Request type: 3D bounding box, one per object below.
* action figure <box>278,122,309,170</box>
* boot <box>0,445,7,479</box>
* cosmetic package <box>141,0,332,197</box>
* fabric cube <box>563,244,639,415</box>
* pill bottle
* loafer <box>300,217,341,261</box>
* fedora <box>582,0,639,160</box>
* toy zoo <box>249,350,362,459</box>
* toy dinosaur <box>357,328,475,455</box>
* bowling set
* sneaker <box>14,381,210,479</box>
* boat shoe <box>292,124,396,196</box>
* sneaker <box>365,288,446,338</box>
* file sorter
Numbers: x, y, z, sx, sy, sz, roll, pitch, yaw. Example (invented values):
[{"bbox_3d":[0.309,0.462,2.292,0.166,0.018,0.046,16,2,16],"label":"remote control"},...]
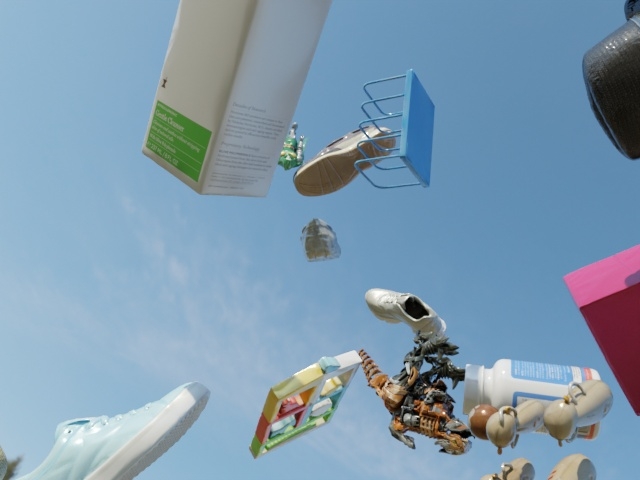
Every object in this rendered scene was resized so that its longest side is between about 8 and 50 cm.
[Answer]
[{"bbox_3d":[-0.085,-0.237,1.472,0.137,0.232,0.063,2,-57,-8],"label":"action figure"},{"bbox_3d":[-0.408,0.151,0.451,0.262,0.203,0.095,22,-84,13],"label":"boot"},{"bbox_3d":[-0.142,-0.274,0.956,0.197,0.155,0.365,32,-68,36],"label":"cosmetic package"},{"bbox_3d":[0.698,0.162,1.214,0.259,0.258,0.254,-27,-90,18],"label":"fabric cube"},{"bbox_3d":[0.368,0.276,1.028,0.222,0.124,0.124,5,-52,16],"label":"pill bottle"},{"bbox_3d":[0.000,0.000,1.607,0.112,0.319,0.111,-8,-94,-2],"label":"loafer"},{"bbox_3d":[0.591,-0.272,1.081,0.153,0.334,0.334,-24,-70,23],"label":"fedora"},{"bbox_3d":[-0.028,0.312,1.132,0.030,0.192,0.293,52,-37,30],"label":"toy zoo"},{"bbox_3d":[0.199,0.310,1.230,0.322,0.218,0.164,37,-17,25],"label":"toy dinosaur"},{"bbox_3d":[0.267,0.310,0.800,0.200,0.154,0.286,8,-82,44],"label":"bowling set"},{"bbox_3d":[-0.360,0.334,0.966,0.150,0.366,0.135,47,-25,13],"label":"sneaker"},{"bbox_3d":[0.052,-0.205,1.457,0.092,0.285,0.102,46,-15,53],"label":"boat shoe"},{"bbox_3d":[0.222,0.175,1.587,0.262,0.099,0.121,22,-28,40],"label":"sneaker"},{"bbox_3d":[0.132,-0.189,1.033,0.105,0.170,0.118,-5,-23,30],"label":"file sorter"}]
